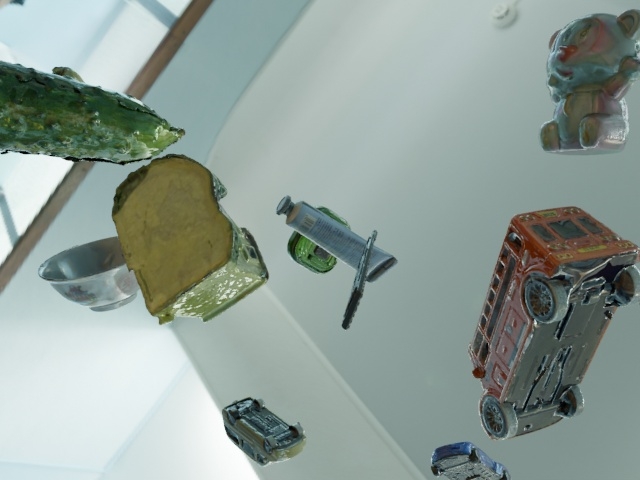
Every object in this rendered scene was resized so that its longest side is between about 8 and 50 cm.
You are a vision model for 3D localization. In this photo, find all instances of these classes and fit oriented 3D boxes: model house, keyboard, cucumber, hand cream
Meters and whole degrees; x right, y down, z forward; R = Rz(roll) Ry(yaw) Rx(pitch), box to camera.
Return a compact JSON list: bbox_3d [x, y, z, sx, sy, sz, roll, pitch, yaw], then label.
[{"bbox_3d":[-0.243,-0.002,1.369,0.261,0.266,0.321,-34,-115,15],"label":"model house"},{"bbox_3d":[0.056,0.048,0.895,0.204,0.013,0.061,-65,176,-65],"label":"keyboard"},{"bbox_3d":[-0.209,-0.091,0.457,0.069,0.227,0.069,-172,-90,-68],"label":"cucumber"},{"bbox_3d":[0.027,0.000,1.236,0.088,0.256,0.055,-44,-158,33],"label":"hand cream"}]

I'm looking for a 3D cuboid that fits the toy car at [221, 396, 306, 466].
[{"bbox_3d":[-0.140,0.487,1.603,0.256,0.101,0.124,20,-62,48],"label":"toy car"}]

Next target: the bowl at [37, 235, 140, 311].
[{"bbox_3d":[-0.627,0.109,1.891,0.345,0.345,0.157,8,-63,41],"label":"bowl"}]

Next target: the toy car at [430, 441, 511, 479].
[{"bbox_3d":[0.299,0.453,1.298,0.103,0.216,0.063,-29,-144,26],"label":"toy car"}]

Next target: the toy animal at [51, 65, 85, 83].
[{"bbox_3d":[-0.513,-0.294,1.380,0.103,0.219,0.101,14,-107,22],"label":"toy animal"}]

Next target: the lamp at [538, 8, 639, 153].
[{"bbox_3d":[0.620,-0.342,1.428,0.247,0.247,0.301,-174,-94,-66],"label":"lamp"}]

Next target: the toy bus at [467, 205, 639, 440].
[{"bbox_3d":[0.296,0.123,0.882,0.153,0.143,0.329,-122,-150,-48],"label":"toy bus"}]

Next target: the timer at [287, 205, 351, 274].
[{"bbox_3d":[0.000,0.000,1.424,0.140,0.128,0.047,-59,-149,-2],"label":"timer"}]
